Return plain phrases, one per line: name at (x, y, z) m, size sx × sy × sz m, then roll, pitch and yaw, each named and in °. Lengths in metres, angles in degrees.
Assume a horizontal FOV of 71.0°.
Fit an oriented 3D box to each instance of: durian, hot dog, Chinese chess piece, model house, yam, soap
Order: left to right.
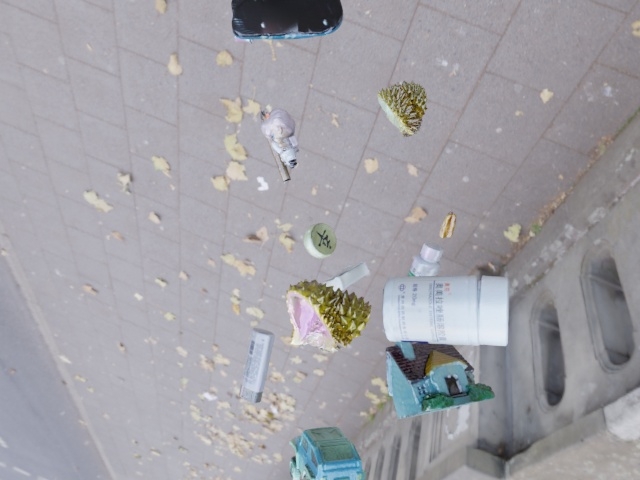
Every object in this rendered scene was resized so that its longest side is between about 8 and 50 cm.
yam at (-0.198, -0.395, 2.085) m, size 0.046 × 0.046 × 0.264 m, roll -18°, pitch 93°, yaw 34°
Chinese chess piece at (0.000, 0.000, 2.366) m, size 0.188 × 0.189 × 0.083 m, roll 43°, pitch 144°, yaw -20°
durian at (0.010, 0.146, 0.846) m, size 0.165 × 0.133 × 0.182 m, roll 6°, pitch 162°, yaw 5°
soap at (0.114, 0.162, 1.999) m, size 0.121 × 0.183 × 0.064 m, roll -22°, pitch 95°, yaw 57°
durian at (0.242, -0.397, 1.327) m, size 0.144 × 0.252 × 0.139 m, roll -20°, pitch 132°, yaw -10°
model house at (0.378, 0.425, 1.474) m, size 0.280 × 0.249 × 0.230 m, roll -2°, pitch 155°, yaw -22°
hot dog at (0.467, -0.059, 1.640) m, size 0.056 × 0.041 × 0.133 m, roll -6°, pitch 138°, yaw -6°

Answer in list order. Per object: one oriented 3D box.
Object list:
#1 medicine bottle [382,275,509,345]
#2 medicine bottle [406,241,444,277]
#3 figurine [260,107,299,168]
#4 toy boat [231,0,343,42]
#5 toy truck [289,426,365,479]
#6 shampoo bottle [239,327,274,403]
medicine bottle at (0.354, 0.193, 1.255) m, size 0.331 × 0.190 × 0.190 m, roll -3°, pitch 131°, yaw 21°
medicine bottle at (0.337, 0.134, 1.509) m, size 0.095 × 0.095 × 0.260 m, roll 20°, pitch 111°, yaw 3°
figurine at (-0.125, -0.344, 1.456) m, size 0.111 × 0.229 × 0.137 m, roll -23°, pitch 165°, yaw 2°
toy boat at (-0.088, -0.597, 1.219) m, size 0.298 × 0.135 × 0.092 m, roll -1°, pitch 170°, yaw 0°
toy truck at (0.013, 0.599, 1.209) m, size 0.154 × 0.156 × 0.279 m, roll 2°, pitch 178°, yaw -16°
shampoo bottle at (-0.209, 0.409, 1.472) m, size 0.086 × 0.228 × 0.055 m, roll 10°, pitch 179°, yaw 39°
